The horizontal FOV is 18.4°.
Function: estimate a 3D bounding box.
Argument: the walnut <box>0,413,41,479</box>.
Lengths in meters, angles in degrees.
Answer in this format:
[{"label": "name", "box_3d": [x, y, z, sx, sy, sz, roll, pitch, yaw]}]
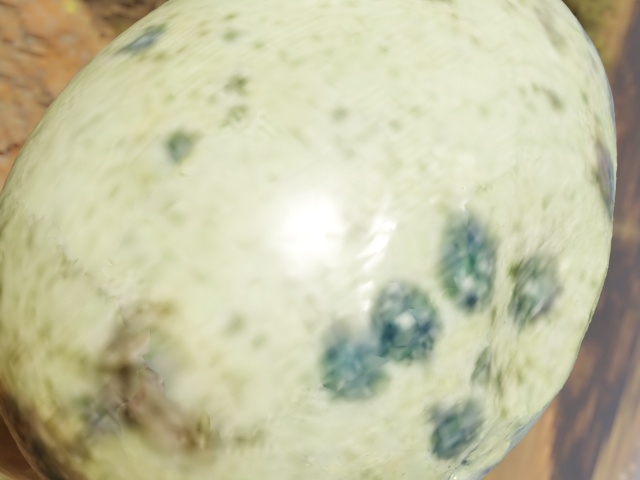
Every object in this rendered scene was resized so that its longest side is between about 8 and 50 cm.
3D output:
[{"label": "walnut", "box_3d": [-0.118, 0.060, 1.194, 0.298, 0.203, 0.203, -17, 126, -48]}]

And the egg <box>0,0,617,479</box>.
[{"label": "egg", "box_3d": [0.000, 0.000, 0.491, 0.182, 0.141, 0.141, -46, 158, -24]}]
